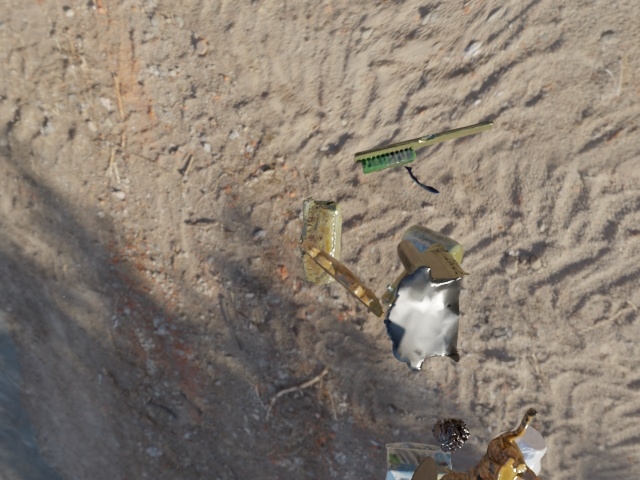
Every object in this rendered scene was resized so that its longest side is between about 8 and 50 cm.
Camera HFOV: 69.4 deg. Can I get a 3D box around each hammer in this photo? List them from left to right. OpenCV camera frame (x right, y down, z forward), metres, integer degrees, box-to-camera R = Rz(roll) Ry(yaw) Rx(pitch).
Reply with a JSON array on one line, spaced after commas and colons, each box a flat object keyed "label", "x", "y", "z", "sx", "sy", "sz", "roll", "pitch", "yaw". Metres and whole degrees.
[{"label": "hammer", "x": 0.288, "y": 0.089, "z": 1.439, "sx": 0.201, "sy": 0.305, "sz": 0.113, "roll": 28, "pitch": 153, "yaw": 39}]

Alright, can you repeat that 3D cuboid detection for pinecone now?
[{"label": "pinecone", "x": 0.304, "y": 0.449, "z": 1.072, "sx": 0.083, "sy": 0.077, "sz": 0.077, "roll": -2, "pitch": 130, "yaw": -27}]

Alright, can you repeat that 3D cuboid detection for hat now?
[{"label": "hat", "x": 0.797, "y": 0.804, "z": 1.807, "sx": 0.203, "sy": 0.203, "sz": 0.126, "roll": 28, "pitch": 120, "yaw": 5}]

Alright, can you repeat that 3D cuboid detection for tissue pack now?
[{"label": "tissue pack", "x": 0.355, "y": 0.826, "z": 1.707, "sx": 0.229, "sy": 0.145, "sz": 0.159, "roll": 2, "pitch": 129, "yaw": 6}]

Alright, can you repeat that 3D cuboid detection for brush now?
[{"label": "brush", "x": 0.207, "y": -0.189, "z": 0.937, "sx": 0.282, "sy": 0.054, "sz": 0.048, "roll": -15, "pitch": 93, "yaw": 6}]

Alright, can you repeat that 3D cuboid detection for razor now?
[{"label": "razor", "x": 0.339, "y": -0.197, "z": 1.553, "sx": 0.154, "sy": 0.044, "sz": 0.028, "roll": 47, "pitch": 121, "yaw": 26}]

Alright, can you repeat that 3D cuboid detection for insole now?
[{"label": "insole", "x": 0.242, "y": 0.699, "z": 1.211, "sx": 0.007, "sy": 0.327, "sz": 0.111, "roll": -21, "pitch": 96, "yaw": 41}]

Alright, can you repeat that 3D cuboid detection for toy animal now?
[{"label": "toy animal", "x": 0.287, "y": 0.346, "z": 0.719, "sx": 0.114, "sy": 0.116, "sz": 0.255, "roll": 8, "pitch": 117, "yaw": -20}]

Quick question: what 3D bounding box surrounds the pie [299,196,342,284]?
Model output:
[{"label": "pie", "x": 0.000, "y": 0.000, "z": 1.422, "sx": 0.128, "sy": 0.068, "sz": 0.283, "roll": 5, "pitch": 114, "yaw": 8}]

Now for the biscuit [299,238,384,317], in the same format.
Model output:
[{"label": "biscuit", "x": 0.049, "y": 0.073, "z": 0.831, "sx": 0.035, "sy": 0.162, "sz": 0.250, "roll": -45, "pitch": 128, "yaw": -2}]

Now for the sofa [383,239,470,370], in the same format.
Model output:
[{"label": "sofa", "x": 0.224, "y": 0.142, "z": 1.086, "sx": 0.181, "sy": 0.200, "sz": 0.259, "roll": -1, "pitch": 110, "yaw": -1}]
